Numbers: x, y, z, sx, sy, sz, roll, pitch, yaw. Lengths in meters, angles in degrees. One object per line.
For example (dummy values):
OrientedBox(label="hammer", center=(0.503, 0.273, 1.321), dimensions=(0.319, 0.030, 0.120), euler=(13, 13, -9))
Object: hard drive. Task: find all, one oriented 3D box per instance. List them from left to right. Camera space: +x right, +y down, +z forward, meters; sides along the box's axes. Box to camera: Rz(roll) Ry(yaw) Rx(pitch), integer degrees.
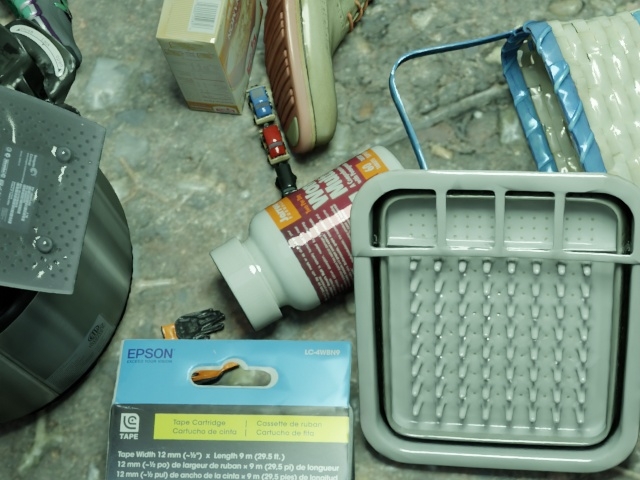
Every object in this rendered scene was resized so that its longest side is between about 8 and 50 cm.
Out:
OrientedBox(label="hard drive", center=(-0.318, -0.055, 1.118), dimensions=(0.255, 0.054, 0.172), euler=(16, 73, -26))

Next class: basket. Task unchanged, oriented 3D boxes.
OrientedBox(label="basket", center=(0.239, -0.106, 1.402), dimensions=(0.289, 0.201, 0.254), euler=(-15, 85, -7))

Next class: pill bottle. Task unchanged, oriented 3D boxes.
OrientedBox(label="pill bottle", center=(0.000, 0.000, 1.439), dimensions=(0.221, 0.121, 0.121), euler=(-30, 71, -5))

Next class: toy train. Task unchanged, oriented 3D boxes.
OrientedBox(label="toy train", center=(-0.054, -0.112, 1.526), dimensions=(0.027, 0.036, 0.158), euler=(-19, 70, -1))

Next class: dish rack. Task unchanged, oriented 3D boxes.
OrientedBox(label="dish rack", center=(0.178, 0.073, 1.337), dimensions=(0.286, 0.072, 0.332), euler=(1, 115, 9))

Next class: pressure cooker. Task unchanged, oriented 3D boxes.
OrientedBox(label="pressure cooker", center=(-0.394, -0.021, 1.327), dimensions=(0.376, 0.420, 0.369), euler=(-3, 73, 5))

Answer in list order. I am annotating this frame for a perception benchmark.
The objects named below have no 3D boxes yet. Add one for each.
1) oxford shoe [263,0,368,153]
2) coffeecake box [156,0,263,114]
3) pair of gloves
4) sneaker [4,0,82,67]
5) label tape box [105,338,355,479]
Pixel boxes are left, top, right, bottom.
OrientedBox(label="oxford shoe", center=(0.012, -0.292, 1.533), dimensions=(0.147, 0.140, 0.396), euler=(2, 79, -13))
OrientedBox(label="coffeecake box", center=(-0.120, -0.244, 1.499), dimensions=(0.068, 0.185, 0.142), euler=(7, 73, 8))
OrientedBox(label="pair of gloves", center=(-0.132, 0.117, 1.470), dimensions=(0.074, 0.010, 0.083), euler=(-20, 68, 0))
OrientedBox(label="sneaker", center=(-0.329, -0.303, 1.597), dimensions=(0.098, 0.083, 0.223), euler=(-34, 71, -11))
OrientedBox(label="label tape box", center=(-0.090, 0.280, 1.359), dimensions=(0.249, 0.115, 0.347), euler=(0, 69, 5))
